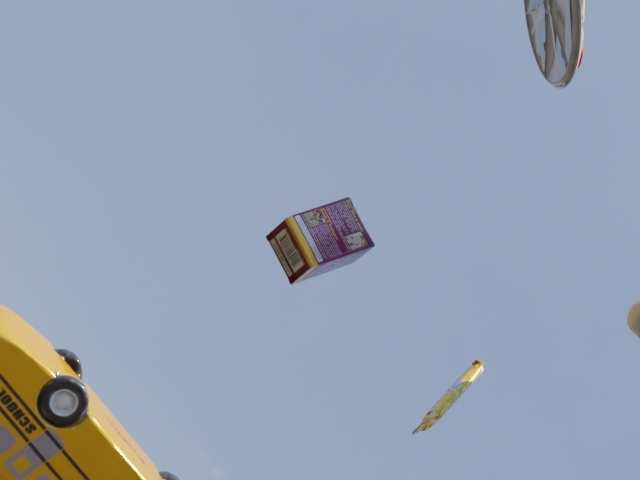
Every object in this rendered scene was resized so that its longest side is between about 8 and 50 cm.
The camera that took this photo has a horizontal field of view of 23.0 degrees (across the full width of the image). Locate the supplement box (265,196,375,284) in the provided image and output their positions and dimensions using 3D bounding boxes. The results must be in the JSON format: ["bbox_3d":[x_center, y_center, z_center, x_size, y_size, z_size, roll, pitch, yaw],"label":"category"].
[{"bbox_3d":[0.000,0.000,1.468,0.043,0.083,0.055,-41,-108,48],"label":"supplement box"}]

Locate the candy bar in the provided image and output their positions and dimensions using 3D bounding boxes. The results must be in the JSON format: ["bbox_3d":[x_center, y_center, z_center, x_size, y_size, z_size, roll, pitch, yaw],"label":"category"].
[{"bbox_3d":[0.159,0.192,1.930,0.018,0.161,0.040,44,-53,5],"label":"candy bar"}]

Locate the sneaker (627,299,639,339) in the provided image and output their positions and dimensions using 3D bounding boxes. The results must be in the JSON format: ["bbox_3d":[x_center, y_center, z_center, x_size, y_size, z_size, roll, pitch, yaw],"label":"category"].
[{"bbox_3d":[0.470,0.193,1.908,0.321,0.127,0.126,-111,-150,-44],"label":"sneaker"}]

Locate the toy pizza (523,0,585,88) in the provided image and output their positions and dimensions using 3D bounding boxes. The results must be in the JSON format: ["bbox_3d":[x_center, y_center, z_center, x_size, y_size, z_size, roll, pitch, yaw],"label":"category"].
[{"bbox_3d":[0.273,-0.274,1.801,0.201,0.032,0.201,173,-90,-83],"label":"toy pizza"}]

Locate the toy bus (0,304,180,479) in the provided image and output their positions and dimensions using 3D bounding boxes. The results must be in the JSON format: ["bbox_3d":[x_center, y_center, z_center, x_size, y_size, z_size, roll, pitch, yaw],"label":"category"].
[{"bbox_3d":[-0.256,0.219,1.600,0.333,0.130,0.108,53,-2,-18],"label":"toy bus"}]
